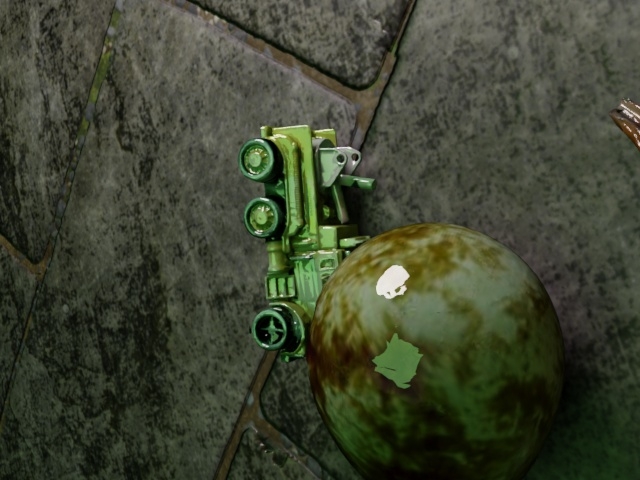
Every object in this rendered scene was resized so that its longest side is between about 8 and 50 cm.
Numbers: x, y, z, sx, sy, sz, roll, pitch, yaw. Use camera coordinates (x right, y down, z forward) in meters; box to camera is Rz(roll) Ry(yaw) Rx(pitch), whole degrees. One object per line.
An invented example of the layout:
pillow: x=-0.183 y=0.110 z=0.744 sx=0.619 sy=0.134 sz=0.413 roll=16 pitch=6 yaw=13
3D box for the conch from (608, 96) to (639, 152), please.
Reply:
conch: x=0.333 y=-0.044 z=0.723 sx=0.232 sy=0.086 sz=0.080 roll=30 pitch=151 yaw=46

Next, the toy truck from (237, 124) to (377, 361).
toy truck: x=-0.003 y=0.003 z=0.959 sx=0.135 sy=0.128 sz=0.260 roll=2 pitch=94 yaw=24

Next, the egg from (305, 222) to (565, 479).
egg: x=0.107 y=0.125 z=0.809 sx=0.238 sy=0.238 sz=0.290 roll=13 pitch=118 yaw=37
